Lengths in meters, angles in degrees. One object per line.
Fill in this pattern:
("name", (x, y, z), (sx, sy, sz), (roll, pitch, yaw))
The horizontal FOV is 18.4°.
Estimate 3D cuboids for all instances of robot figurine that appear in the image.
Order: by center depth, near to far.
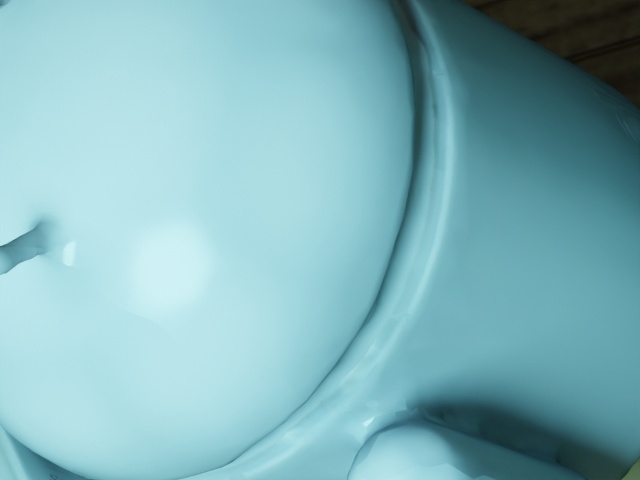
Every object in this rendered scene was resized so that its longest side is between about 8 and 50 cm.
("robot figurine", (0.000, 0.000, 0.712), (0.200, 0.353, 0.300), (-49, 51, 18))

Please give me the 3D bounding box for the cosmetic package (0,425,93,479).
("cosmetic package", (-0.120, 0.151, 0.746), (0.183, 0.151, 0.151), (-52, 37, 11))
